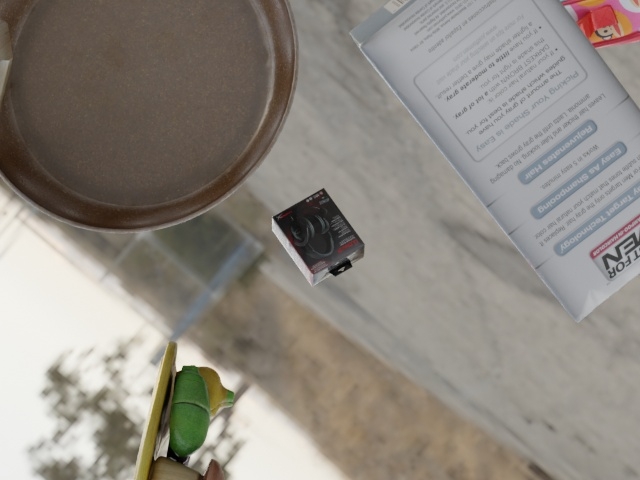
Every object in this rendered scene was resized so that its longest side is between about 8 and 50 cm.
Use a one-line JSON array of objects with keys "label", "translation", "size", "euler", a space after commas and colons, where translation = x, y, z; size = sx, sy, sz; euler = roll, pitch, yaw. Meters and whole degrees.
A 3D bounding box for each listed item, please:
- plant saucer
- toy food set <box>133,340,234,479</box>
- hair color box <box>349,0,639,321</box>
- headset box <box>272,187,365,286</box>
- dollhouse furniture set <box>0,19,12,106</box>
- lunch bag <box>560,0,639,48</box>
[{"label": "plant saucer", "translation": [-0.170, -0.157, 1.421], "size": [0.310, 0.310, 0.050], "euler": [41, 179, 11]}, {"label": "toy food set", "translation": [-0.109, 0.183, 1.237], "size": [0.071, 0.218, 0.128], "euler": [11, 137, -2]}, {"label": "hair color box", "translation": [0.219, -0.121, 1.602], "size": [0.374, 0.185, 0.113], "euler": [50, -174, -14]}, {"label": "headset box", "translation": [0.000, 0.000, 1.522], "size": [0.083, 0.062, 0.032], "euler": [55, 165, 21]}, {"label": "dollhouse furniture set", "translation": [-0.325, -0.051, 1.246], "size": [0.212, 0.161, 0.242], "euler": [122, 140, -54]}, {"label": "lunch bag", "translation": [0.353, -0.351, 2.150], "size": [0.293, 0.258, 0.120], "euler": [-8, 134, 34]}]
